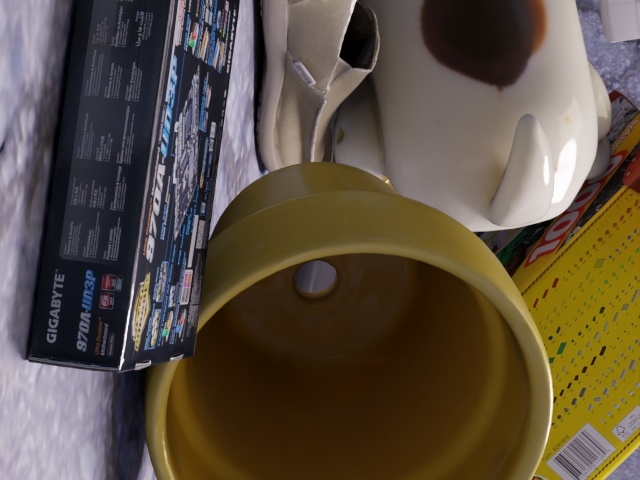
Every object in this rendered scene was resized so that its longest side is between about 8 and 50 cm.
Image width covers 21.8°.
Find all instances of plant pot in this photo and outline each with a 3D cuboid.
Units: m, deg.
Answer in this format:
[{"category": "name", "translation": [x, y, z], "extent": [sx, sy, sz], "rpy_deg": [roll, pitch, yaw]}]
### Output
[{"category": "plant pot", "translation": [0.008, 0.065, 1.123], "extent": [0.239, 0.254, 0.254], "rpy_deg": [-104, -164, -66]}]

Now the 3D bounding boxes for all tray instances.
[{"category": "tray", "translation": [0.000, 0.000, 1.721], "extent": [0.145, 0.030, 0.270], "rpy_deg": [88, 12, -55]}]

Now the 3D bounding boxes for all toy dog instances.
[{"category": "toy dog", "translation": [0.105, -0.230, 1.454], "extent": [0.395, 0.284, 0.408], "rpy_deg": [-77, 160, -71]}]

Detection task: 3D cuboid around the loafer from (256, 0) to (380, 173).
[{"category": "loafer", "translation": [0.000, -0.144, 1.344], "extent": [0.268, 0.092, 0.102], "rpy_deg": [89, 11, -48]}]

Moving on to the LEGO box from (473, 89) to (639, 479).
[{"category": "LEGO box", "translation": [0.214, 0.109, 1.694], "extent": [0.500, 0.193, 0.372], "rpy_deg": [-46, -173, 10]}]

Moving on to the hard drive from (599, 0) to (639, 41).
[{"category": "hard drive", "translation": [0.230, -0.371, 1.341], "extent": [0.233, 0.047, 0.353], "rpy_deg": [-74, 154, -55]}]

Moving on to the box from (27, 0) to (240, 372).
[{"category": "box", "translation": [-0.094, -0.043, 0.891], "extent": [0.175, 0.051, 0.220], "rpy_deg": [5, 92, -82]}]
